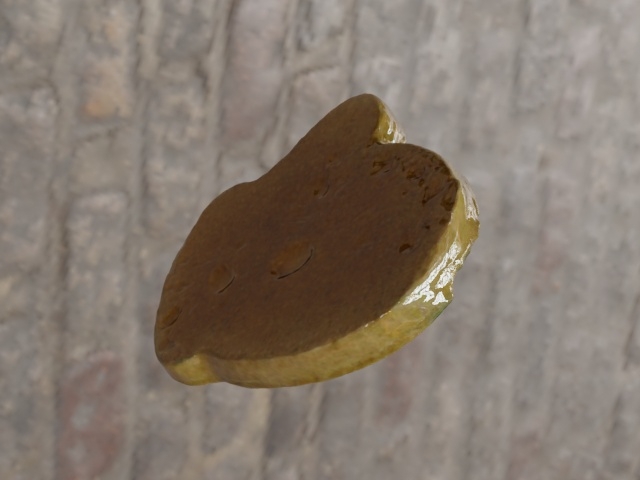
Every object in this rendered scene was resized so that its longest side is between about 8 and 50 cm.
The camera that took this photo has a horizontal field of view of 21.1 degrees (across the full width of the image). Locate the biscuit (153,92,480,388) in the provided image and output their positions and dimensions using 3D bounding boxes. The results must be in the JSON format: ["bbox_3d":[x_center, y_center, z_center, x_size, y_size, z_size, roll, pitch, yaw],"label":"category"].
[{"bbox_3d":[0.001,0.001,1.512,0.057,0.344,0.287,42,52,-35],"label":"biscuit"}]
